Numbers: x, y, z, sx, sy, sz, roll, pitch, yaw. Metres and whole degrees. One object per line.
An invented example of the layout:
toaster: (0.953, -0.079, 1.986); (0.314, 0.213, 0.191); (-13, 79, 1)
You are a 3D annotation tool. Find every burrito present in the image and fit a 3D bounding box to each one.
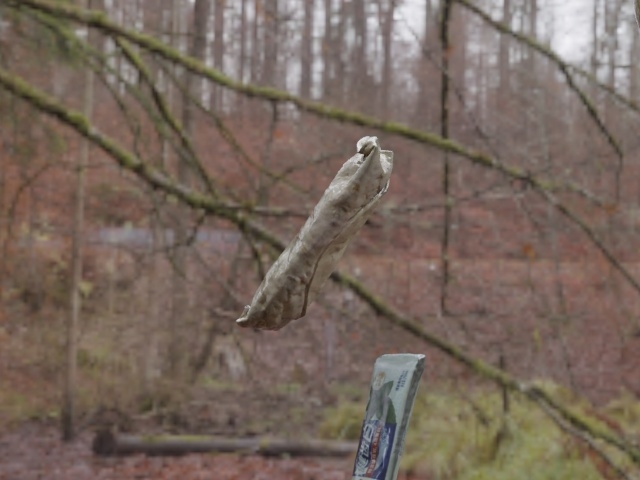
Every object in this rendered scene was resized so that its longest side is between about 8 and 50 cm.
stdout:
burrito: (0.000, 0.000, 1.270); (0.059, 0.275, 0.082); (41, 16, 21)

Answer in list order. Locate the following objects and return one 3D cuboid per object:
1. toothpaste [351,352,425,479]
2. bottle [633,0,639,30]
toothpaste: (0.051, 0.217, 1.027); (0.060, 0.233, 0.038); (-3, -23, 46)
bottle: (0.167, -0.098, 0.449); (0.083, 0.083, 0.270); (-1, 28, 21)
